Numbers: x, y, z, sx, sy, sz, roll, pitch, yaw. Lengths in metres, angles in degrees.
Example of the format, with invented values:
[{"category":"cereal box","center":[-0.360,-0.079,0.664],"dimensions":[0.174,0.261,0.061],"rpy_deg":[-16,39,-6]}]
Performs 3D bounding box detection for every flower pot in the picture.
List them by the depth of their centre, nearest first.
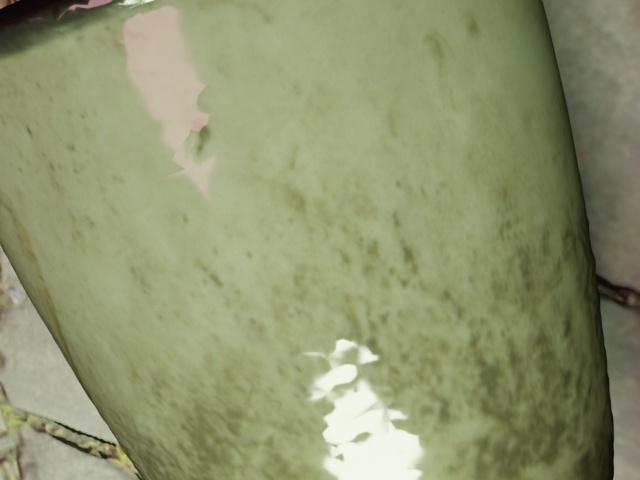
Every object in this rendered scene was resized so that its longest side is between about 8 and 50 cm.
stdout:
[{"category":"flower pot","center":[0.000,0.000,0.614],"dimensions":[0.294,0.293,0.330],"rpy_deg":[-12,109,29]}]
